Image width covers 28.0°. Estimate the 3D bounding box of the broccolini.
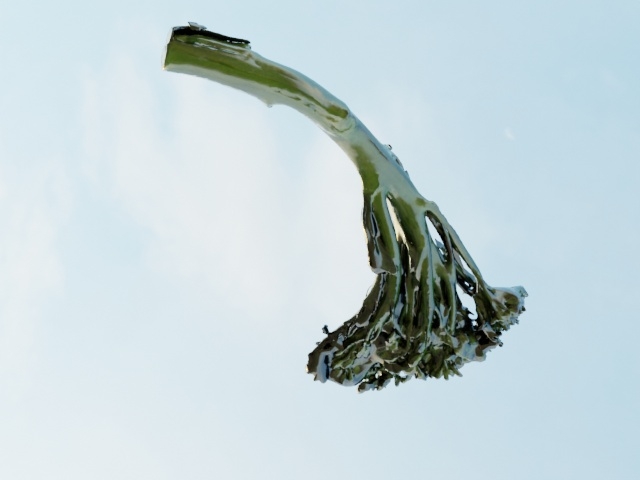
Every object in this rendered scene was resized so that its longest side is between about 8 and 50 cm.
[{"bbox_3d":[-0.004,-0.006,0.688,0.123,0.271,0.062,-45,-151,1],"label":"broccolini"}]
